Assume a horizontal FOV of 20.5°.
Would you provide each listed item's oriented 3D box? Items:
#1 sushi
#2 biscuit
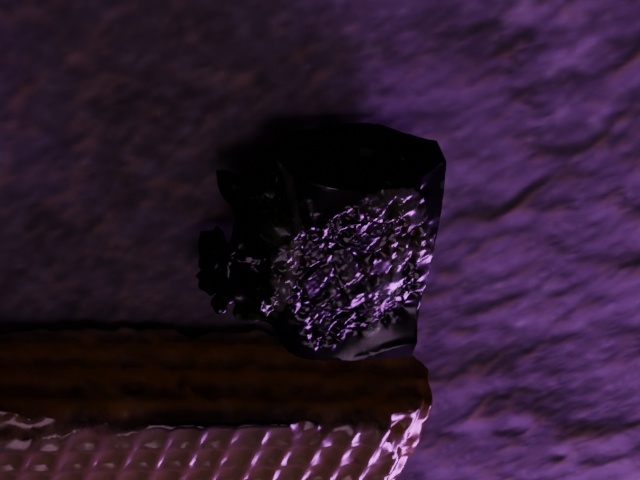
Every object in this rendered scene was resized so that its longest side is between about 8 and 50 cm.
[{"bbox_3d":[0.000,0.000,0.677,0.084,0.056,0.083,-2,138,-22],"label":"sushi"},{"bbox_3d":[-0.134,0.081,0.717,0.378,0.054,0.094,2,137,-25],"label":"biscuit"}]
